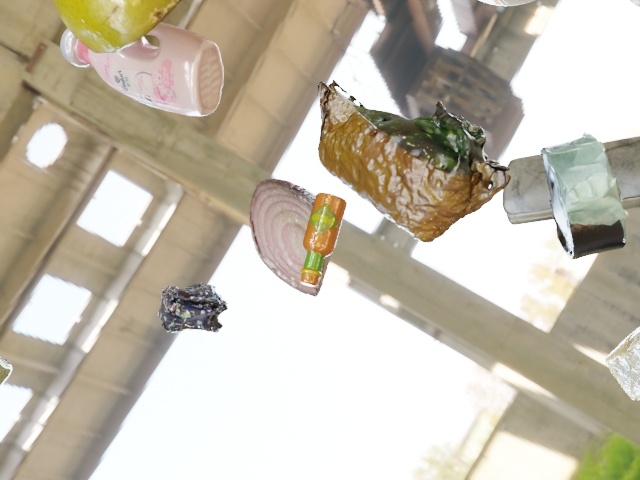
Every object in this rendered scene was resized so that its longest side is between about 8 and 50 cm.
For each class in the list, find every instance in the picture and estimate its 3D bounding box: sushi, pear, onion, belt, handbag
[{"bbox_3d":[0.110,-0.098,1.156,0.149,0.287,0.140,9,-66,-40],"label":"sushi"},{"bbox_3d":[-0.309,-0.490,1.555,0.386,0.191,0.340,-32,38,31],"label":"pear"},{"bbox_3d":[-0.049,-0.029,2.217,0.111,0.247,0.250,-25,-45,-38],"label":"onion"},{"bbox_3d":[0.323,-0.056,1.192,0.198,0.078,0.151,-24,-80,-80],"label":"belt"},{"bbox_3d":[-0.314,0.166,2.395,0.260,0.162,0.113,-153,69,-77],"label":"handbag"}]

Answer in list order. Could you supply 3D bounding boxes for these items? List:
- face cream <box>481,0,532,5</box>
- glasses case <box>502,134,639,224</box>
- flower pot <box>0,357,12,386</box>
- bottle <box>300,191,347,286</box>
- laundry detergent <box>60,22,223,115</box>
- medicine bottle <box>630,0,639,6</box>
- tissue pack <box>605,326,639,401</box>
[{"bbox_3d":[0.216,-0.425,1.190,0.179,0.218,0.218,21,-81,-53],"label":"face cream"},{"bbox_3d":[0.413,-0.093,1.397,0.060,0.299,0.114,39,-128,-44],"label":"glasses case"},{"bbox_3d":[-0.789,0.164,1.878,0.367,0.254,0.164,36,-88,-38],"label":"flower pot"},{"bbox_3d":[0.000,0.000,1.933,0.069,0.069,0.187,51,-128,-72],"label":"bottle"},{"bbox_3d":[-0.330,-0.327,1.754,0.088,0.335,0.159,-33,-45,-50],"label":"laundry detergent"},{"bbox_3d":[0.511,-0.394,1.469,0.058,0.058,0.091,-57,9,-10],"label":"medicine bottle"},{"bbox_3d":[0.514,0.115,1.325,0.222,0.090,0.186,-35,-15,-14],"label":"tissue pack"}]
